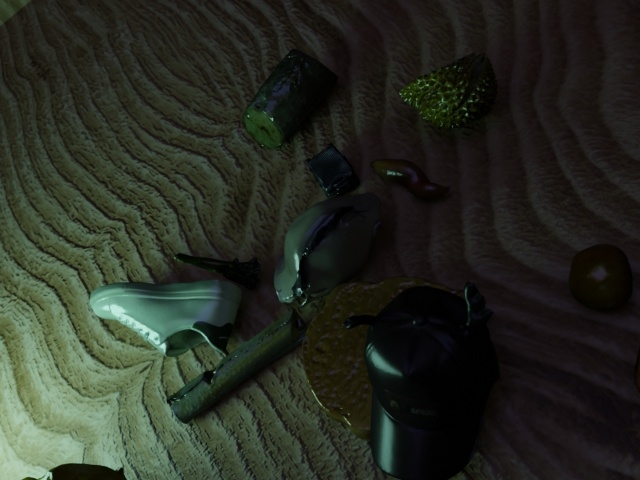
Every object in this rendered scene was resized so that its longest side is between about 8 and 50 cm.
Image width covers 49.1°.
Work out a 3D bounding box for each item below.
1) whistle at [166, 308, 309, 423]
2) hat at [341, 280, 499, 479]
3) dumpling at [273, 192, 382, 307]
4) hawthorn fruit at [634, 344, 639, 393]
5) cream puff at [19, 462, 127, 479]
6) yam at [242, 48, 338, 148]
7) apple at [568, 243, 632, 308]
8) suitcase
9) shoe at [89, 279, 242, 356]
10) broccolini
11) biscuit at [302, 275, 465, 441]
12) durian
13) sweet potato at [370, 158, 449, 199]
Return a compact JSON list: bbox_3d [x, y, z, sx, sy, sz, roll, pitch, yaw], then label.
[{"bbox_3d":[-0.165,0.254,1.412,0.326,0.057,0.068,-35,96,2],"label":"whistle"},{"bbox_3d":[0.155,0.204,1.122,0.238,0.209,0.336,2,63,23],"label":"hat"},{"bbox_3d":[-0.005,-0.004,1.433,0.293,0.163,0.204,-46,53,1],"label":"dumpling"},{"bbox_3d":[0.558,0.166,0.998,0.207,0.243,0.207,-12,53,17],"label":"hawthorn fruit"},{"bbox_3d":[-0.488,0.529,1.264,0.324,0.291,0.257,-43,20,42],"label":"cream puff"},{"bbox_3d":[-0.073,-0.354,1.699,0.154,0.154,0.254,28,72,36],"label":"yam"},{"bbox_3d":[0.477,0.060,1.196,0.102,0.099,0.114,-9,60,24],"label":"apple"},{"bbox_3d":[0.028,-0.153,1.576,0.086,0.059,0.126,-35,53,3],"label":"suitcase"},{"bbox_3d":[-0.344,0.178,1.508,0.363,0.132,0.160,-4,64,19],"label":"shoe"},{"bbox_3d":[-0.216,0.047,1.482,0.074,0.201,0.058,-60,28,15],"label":"broccolini"},{"bbox_3d":[0.133,0.209,1.294,0.351,0.057,0.312,-10,57,20],"label":"biscuit"},{"bbox_3d":[0.280,-0.309,1.512,0.193,0.138,0.237,-25,10,1],"label":"durian"},{"bbox_3d":[0.183,-0.138,1.492,0.055,0.058,0.202,-35,47,-25],"label":"sweet potato"}]
